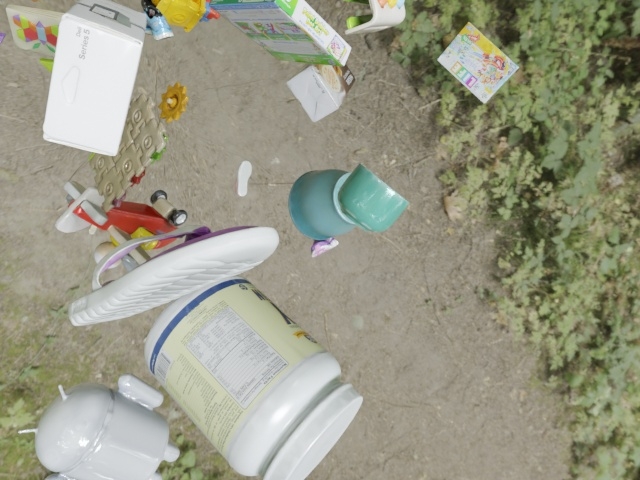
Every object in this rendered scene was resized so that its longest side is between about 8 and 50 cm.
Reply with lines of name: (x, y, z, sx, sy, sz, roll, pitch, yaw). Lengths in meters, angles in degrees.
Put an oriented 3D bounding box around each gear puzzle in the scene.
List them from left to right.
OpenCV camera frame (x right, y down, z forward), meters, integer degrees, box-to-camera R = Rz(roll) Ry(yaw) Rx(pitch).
gear puzzle: (-0.398, -0.224, 1.019, 0.339, 0.176, 0.044, -39, 154, 24)

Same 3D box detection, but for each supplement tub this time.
supplement tub: (-0.114, 0.234, 0.781, 0.235, 0.324, 0.236, -41, 154, -25)

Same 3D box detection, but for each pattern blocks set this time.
pattern blocks set: (-0.828, -0.620, 1.362, 0.324, 0.026, 0.286, 1, 148, -3)

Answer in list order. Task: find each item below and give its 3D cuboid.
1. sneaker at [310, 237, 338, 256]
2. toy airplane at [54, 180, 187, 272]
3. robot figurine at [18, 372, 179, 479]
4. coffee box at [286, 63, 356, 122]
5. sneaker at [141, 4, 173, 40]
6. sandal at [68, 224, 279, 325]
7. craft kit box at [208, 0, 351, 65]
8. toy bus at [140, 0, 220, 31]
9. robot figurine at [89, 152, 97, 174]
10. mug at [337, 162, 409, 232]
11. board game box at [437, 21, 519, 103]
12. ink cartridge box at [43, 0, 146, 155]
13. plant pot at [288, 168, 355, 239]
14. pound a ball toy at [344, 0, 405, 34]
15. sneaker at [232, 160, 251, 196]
sneaker: (0.000, 0.000, 1.897, 0.095, 0.236, 0.105, -26, 91, 15)
toy airplane: (-0.627, -0.028, 1.398, 0.384, 0.386, 0.273, 28, 105, -21)
robot figurine: (-0.512, 0.471, 1.091, 0.353, 0.199, 0.300, 46, 65, -33)
coffee box: (0.008, -0.480, 1.381, 0.098, 0.247, 0.141, -23, 115, 32)
sneaker: (-0.432, -0.580, 1.195, 0.063, 0.162, 0.073, -27, 135, -24)
sandal: (-0.248, 0.036, 0.668, 0.416, 0.169, 0.102, -23, 81, 29)
craft kit box: (-0.093, -0.501, 1.072, 0.246, 0.249, 0.061, 25, 89, -51)
toy bus: (-0.398, -0.736, 1.338, 0.211, 0.149, 0.221, 5, 75, -39)
robot figurine: (-0.700, -0.243, 1.475, 0.066, 0.101, 0.115, -16, 152, -9)
mug: (0.107, -0.072, 0.926, 0.157, 0.129, 0.097, 30, 103, -41)
board game box: (0.364, -0.410, 1.060, 0.154, 0.026, 0.103, 45, 123, 6)
ink cartridge box: (-0.387, -0.299, 0.804, 0.114, 0.273, 0.199, 12, 118, -26)
plant pot: (0.059, -0.140, 1.675, 0.271, 0.255, 0.272, 1, 88, -31)
pound a ball toy: (0.137, -0.713, 1.295, 0.135, 0.319, 0.208, -7, 109, 30)
sneaker: (-0.295, -0.228, 1.701, 0.050, 0.070, 0.135, 11, 83, -28)
